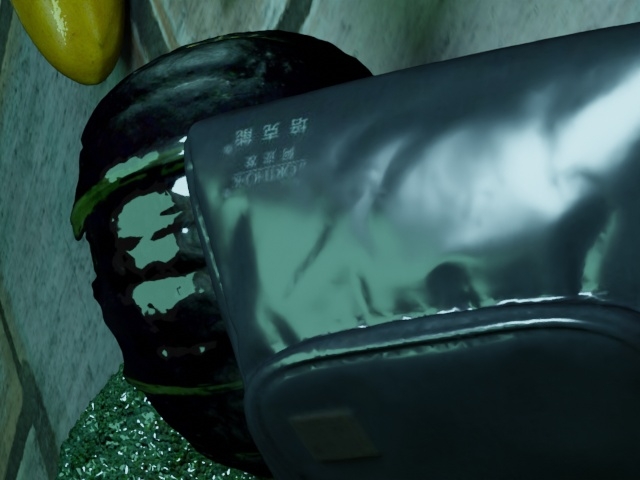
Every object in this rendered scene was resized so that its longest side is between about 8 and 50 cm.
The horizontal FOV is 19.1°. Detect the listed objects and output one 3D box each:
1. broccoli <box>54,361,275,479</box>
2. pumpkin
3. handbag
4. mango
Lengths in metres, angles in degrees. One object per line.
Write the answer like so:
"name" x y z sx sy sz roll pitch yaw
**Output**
"broccoli" -0.070 0.205 1.424 0.297 0.297 0.297 27 148 61
"pumpkin" 0.000 0.000 1.212 0.296 0.296 0.295 173 90 -65
"handbag" 0.085 0.045 0.951 0.302 0.178 0.275 -9 86 27
"mango" -0.243 -0.249 1.792 0.145 0.112 0.219 -26 78 62
